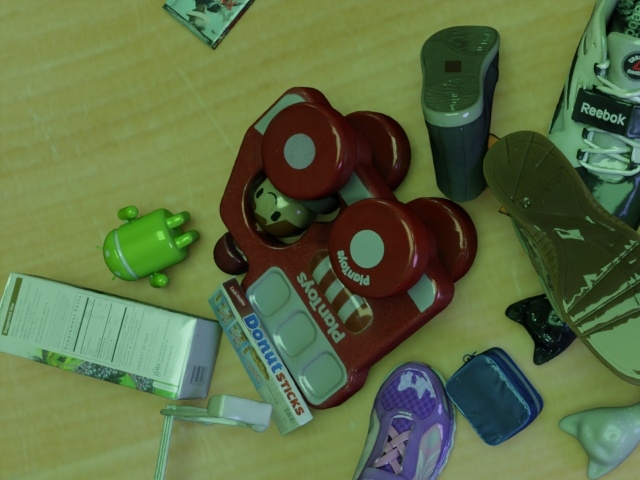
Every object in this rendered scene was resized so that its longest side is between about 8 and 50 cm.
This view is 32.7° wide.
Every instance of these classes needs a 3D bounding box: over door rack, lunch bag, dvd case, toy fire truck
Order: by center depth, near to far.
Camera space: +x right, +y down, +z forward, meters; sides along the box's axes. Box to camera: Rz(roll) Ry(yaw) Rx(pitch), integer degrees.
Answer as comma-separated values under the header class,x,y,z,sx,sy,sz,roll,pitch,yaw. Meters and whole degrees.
class,x,y,z,sx,sy,sz,roll,pitch,yaw
over door rack,-0.107,0.282,1.082,0.108,0.324,0.239,11,78,-15
lunch bag,0.182,0.160,1.151,0.067,0.065,0.098,-41,76,21
toy fire truck,0.000,0.000,1.181,0.254,0.169,0.302,-42,73,24
dvd case,-0.123,-0.302,1.319,0.087,0.013,0.119,41,94,16

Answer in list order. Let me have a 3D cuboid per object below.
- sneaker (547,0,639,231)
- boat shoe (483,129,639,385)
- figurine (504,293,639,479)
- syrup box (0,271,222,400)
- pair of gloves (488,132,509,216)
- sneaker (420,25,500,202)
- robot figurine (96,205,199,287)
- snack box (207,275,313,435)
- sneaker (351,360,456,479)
class,x,y,z,sx,sy,sz,roll,pitch,yaw
sneaker,0.303,-0.149,1.126,0.122,0.146,0.330,10,86,11
boat shoe,0.262,0.017,1.077,0.105,0.089,0.285,-29,66,5
figurine,0.323,0.120,1.120,0.209,0.092,0.214,-26,77,17
syrup box,-0.242,0.108,1.246,0.237,0.093,0.096,12,85,15
pair of gloves,0.200,-0.072,1.208,0.083,0.010,0.074,31,90,17
sneaker,0.149,-0.142,1.176,0.083,0.222,0.118,2,127,16
robot figurine,-0.200,0.005,1.264,0.115,0.067,0.101,-23,97,9
snack box,-0.069,0.129,1.208,0.022,0.064,0.178,-25,81,-26
sneaker,0.076,0.242,1.144,0.095,0.104,0.236,15,85,17
